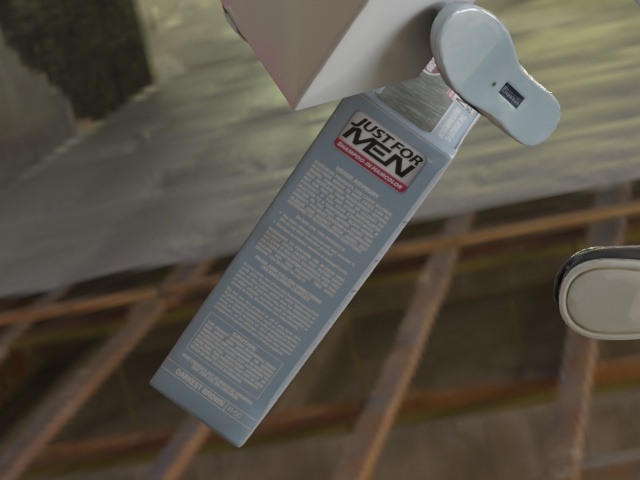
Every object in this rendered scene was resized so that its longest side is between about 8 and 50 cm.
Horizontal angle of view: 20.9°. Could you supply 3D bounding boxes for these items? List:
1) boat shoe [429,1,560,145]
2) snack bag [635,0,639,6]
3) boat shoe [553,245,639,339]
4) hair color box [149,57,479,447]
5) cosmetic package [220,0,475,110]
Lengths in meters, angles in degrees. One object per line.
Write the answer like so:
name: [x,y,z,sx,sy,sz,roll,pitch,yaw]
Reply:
boat shoe: [0.123,-0.144,1.416,0.065,0.183,0.083,-48,-132,0]
snack bag: [0.364,-0.337,1.467,0.037,0.342,0.323,21,-161,-10]
boat shoe: [0.390,0.050,1.645,0.335,0.112,0.095,6,-160,5]
hair color box: [0.000,0.000,1.635,0.374,0.114,0.185,-54,180,27]
cosmetic package: [0.057,-0.291,1.322,0.155,0.197,0.365,-19,159,-37]
